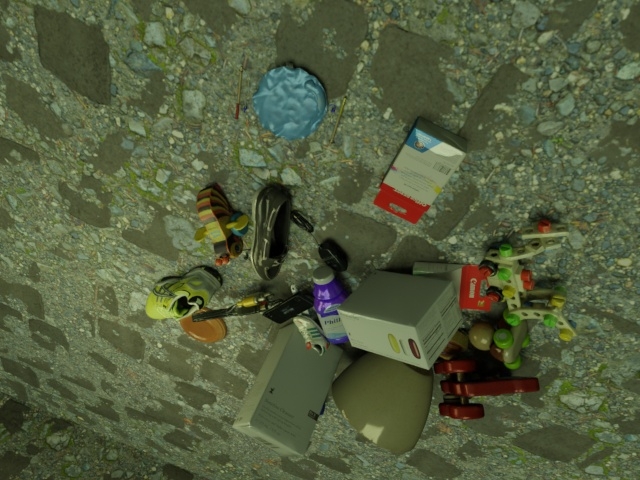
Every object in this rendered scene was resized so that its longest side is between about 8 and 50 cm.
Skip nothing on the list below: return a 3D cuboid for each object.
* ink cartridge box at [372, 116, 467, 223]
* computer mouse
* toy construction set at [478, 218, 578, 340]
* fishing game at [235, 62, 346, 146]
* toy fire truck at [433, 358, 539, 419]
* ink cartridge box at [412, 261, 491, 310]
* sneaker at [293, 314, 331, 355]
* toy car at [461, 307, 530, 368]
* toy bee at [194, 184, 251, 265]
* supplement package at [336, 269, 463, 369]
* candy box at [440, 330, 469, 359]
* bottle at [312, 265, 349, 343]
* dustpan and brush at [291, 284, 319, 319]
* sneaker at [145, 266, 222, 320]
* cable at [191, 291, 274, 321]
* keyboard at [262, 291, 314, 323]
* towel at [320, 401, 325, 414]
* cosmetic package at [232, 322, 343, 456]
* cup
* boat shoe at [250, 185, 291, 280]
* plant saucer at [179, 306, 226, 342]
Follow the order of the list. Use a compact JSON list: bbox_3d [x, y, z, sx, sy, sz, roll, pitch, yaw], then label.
[{"bbox_3d":[0.237,-0.164,1.077,0.134,0.078,0.231,27,130,-2],"label":"ink cartridge box"},{"bbox_3d":[0.000,0.000,1.316,0.242,0.041,0.071,50,150,-15],"label":"computer mouse"},{"bbox_3d":[0.539,0.100,1.134,0.215,0.151,0.327,10,125,43],"label":"toy construction set"},{"bbox_3d":[-0.075,-0.336,1.076,0.265,0.041,0.189,13,130,-1],"label":"fishing game"},{"bbox_3d":[0.506,0.459,1.388,0.254,0.169,0.302,-3,163,0],"label":"toy fire truck"},{"bbox_3d":[0.385,0.150,1.289,0.225,0.056,0.180,4,128,18],"label":"ink cartridge box"},{"bbox_3d":[-0.034,0.320,1.480,0.161,0.075,0.057,44,134,-12],"label":"sneaker"},{"bbox_3d":[0.503,0.273,1.316,0.189,0.148,0.155,11,147,42],"label":"toy car"},{"bbox_3d":[-0.275,-0.012,1.314,0.298,0.162,0.195,42,126,-15],"label":"toy bee"},{"bbox_3d":[0.220,0.207,1.226,0.262,0.204,0.145,5,125,45],"label":"supplement package"},{"bbox_3d":[0.360,0.303,1.406,0.187,0.053,0.109,29,139,-3],"label":"candy box"},{"bbox_3d":[0.041,0.206,1.405,0.118,0.092,0.282,-18,125,-2],"label":"bottle"},{"bbox_3d":[-0.059,0.212,1.479,0.148,0.060,0.211,-2,126,20],"label":"dustpan and brush"},{"bbox_3d":[-0.525,0.214,1.582,0.385,0.147,0.145,-28,116,34],"label":"sneaker"},{"bbox_3d":[-0.298,0.228,1.529,0.288,0.139,0.072,-10,82,12],"label":"cable"},{"bbox_3d":[-0.116,0.217,1.448,0.108,0.023,0.180,35,128,-30],"label":"keyboard"},{"bbox_3d":[-0.087,0.576,1.769,0.228,0.076,0.307,7,128,5],"label":"towel"},{"bbox_3d":[-0.100,0.492,1.489,0.217,0.384,0.156,35,144,-14],"label":"cosmetic package"},{"bbox_3d":[0.236,0.478,1.457,0.331,0.331,0.236,29,103,-5],"label":"cup"},{"bbox_3d":[-0.139,-0.001,1.301,0.096,0.112,0.334,22,130,26],"label":"boat shoe"},{"bbox_3d":[-0.466,0.334,1.726,0.200,0.037,0.199,9,129,11],"label":"plant saucer"}]
